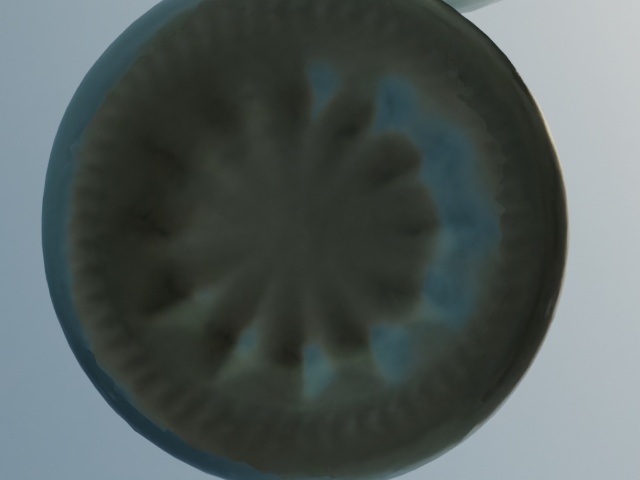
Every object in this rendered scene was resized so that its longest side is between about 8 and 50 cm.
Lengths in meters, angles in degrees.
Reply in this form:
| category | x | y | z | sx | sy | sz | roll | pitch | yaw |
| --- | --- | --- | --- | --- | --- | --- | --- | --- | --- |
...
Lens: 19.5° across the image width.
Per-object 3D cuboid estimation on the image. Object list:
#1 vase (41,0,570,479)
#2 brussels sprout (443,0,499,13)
| category | x | y | z | sx | sy | sz | roll | pitch | yaw |
| --- | --- | --- | --- | --- | --- | --- | --- | --- | --- |
| vase | 0.000 | 0.000 | 0.528 | 0.299 | 0.143 | 0.143 | 20 | -115 | -87 |
| brussels sprout | 0.052 | -0.210 | 0.706 | 0.274 | 0.316 | 0.242 | -13 | -79 | -18 |
